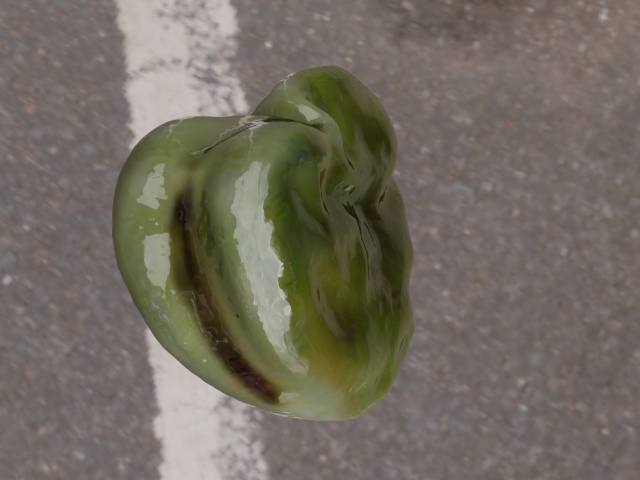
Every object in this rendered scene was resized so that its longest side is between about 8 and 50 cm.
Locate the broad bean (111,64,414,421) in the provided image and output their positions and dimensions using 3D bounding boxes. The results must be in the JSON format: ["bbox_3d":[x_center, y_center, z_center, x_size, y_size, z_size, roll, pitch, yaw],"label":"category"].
[{"bbox_3d":[-0.003,0.000,0.688,0.207,0.072,0.153,-3,90,-60],"label":"broad bean"}]
